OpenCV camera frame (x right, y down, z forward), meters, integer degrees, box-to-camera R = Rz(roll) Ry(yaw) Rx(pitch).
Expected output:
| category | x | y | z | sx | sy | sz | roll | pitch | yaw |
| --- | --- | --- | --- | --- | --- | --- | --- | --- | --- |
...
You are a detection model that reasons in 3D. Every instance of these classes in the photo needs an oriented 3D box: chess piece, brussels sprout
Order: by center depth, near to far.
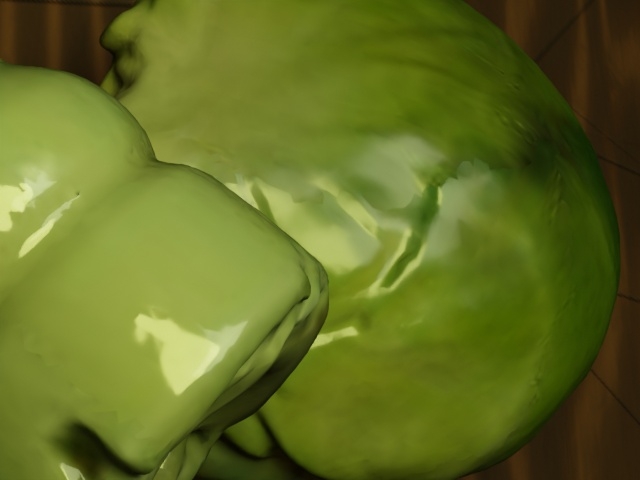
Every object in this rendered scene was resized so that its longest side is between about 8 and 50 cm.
| category | x | y | z | sx | sy | sz | roll | pitch | yaw |
| --- | --- | --- | --- | --- | --- | --- | --- | --- | --- |
| chess piece | -0.211 | -0.059 | 0.775 | 0.442 | 0.234 | 0.234 | 41 | 37 | 8 |
| brussels sprout | 0.000 | 0.000 | 1.058 | 0.344 | 0.268 | 0.344 | 14 | 46 | -15 |
